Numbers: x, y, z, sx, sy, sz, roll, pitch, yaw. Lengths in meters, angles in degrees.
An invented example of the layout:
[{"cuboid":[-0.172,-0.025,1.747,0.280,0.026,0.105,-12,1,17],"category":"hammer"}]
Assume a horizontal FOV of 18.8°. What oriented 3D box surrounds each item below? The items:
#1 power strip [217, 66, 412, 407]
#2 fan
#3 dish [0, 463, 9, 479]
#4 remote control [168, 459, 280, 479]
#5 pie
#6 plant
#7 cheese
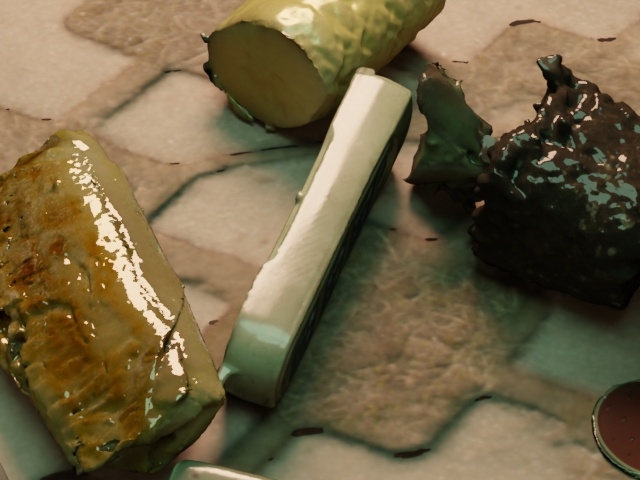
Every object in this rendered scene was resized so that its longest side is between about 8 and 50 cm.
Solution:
[{"cuboid":[-0.003,-0.001,1.304,0.048,0.080,0.286,20,50,9],"category":"power strip"},{"cuboid":[0.237,0.111,1.278,0.133,0.005,0.085,-35,59,-30],"category":"fan"},{"cuboid":[-0.306,0.156,1.099,0.273,0.134,0.273,3,49,-4],"category":"dish"},{"cuboid":[0.034,0.215,1.149,0.285,0.038,0.123,12,50,2],"category":"remote control"},{"cuboid":[-0.157,0.035,1.258,0.128,0.068,0.282,-30,53,-3],"category":"pie"},{"cuboid":[0.150,-0.045,1.330,0.203,0.142,0.131,28,61,7],"category":"plant"},{"cuboid":[0.006,-0.162,1.435,0.123,0.094,0.167,-1,34,45],"category":"cheese"}]
